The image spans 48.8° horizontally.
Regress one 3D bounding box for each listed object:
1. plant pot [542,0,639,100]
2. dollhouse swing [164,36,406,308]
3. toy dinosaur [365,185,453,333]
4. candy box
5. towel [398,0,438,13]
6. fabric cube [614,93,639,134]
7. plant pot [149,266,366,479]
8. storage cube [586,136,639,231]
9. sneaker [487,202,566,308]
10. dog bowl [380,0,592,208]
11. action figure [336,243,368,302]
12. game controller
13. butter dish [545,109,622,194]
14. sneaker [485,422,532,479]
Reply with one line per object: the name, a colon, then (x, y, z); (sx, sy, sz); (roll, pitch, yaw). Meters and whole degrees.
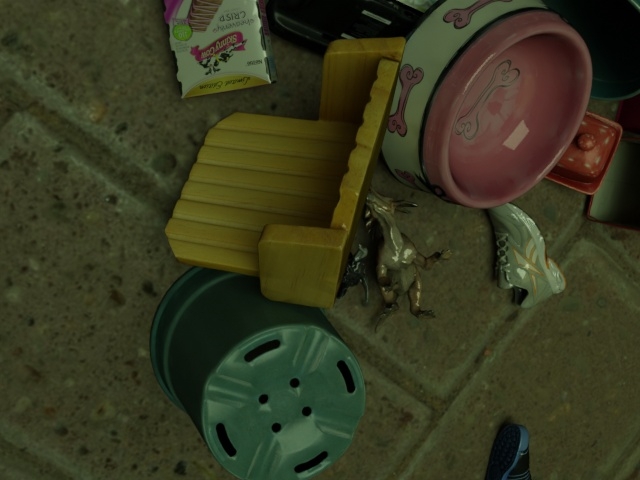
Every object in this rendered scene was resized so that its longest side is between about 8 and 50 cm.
plant pot: (0.569, -0.450, 1.332); (0.255, 0.271, 0.272); (-46, 111, -18)
dollhouse swing: (-0.073, -0.121, 1.055); (0.304, 0.315, 0.347); (16, 66, 5)
toy dinosaur: (0.141, 0.033, 1.338); (0.127, 0.200, 0.296); (-10, 133, -13)
candy box: (-0.170, -0.362, 1.161); (0.159, 0.071, 0.234); (-8, 104, 8)
towel: (0.125, -0.558, 1.235); (0.320, 0.090, 0.375); (12, 98, -16)
fabric cube: (0.811, -0.316, 1.428); (0.258, 0.258, 0.254); (10, 96, -20)
plant pot: (-0.100, 0.217, 1.180); (0.340, 0.334, 0.341); (-4, 102, -17)
storage cube: (0.704, -0.108, 1.457); (0.193, 0.215, 0.184); (5, 98, -25)
sneaker: (0.397, 0.035, 1.442); (0.121, 0.099, 0.262); (-37, 108, -4)
dog bowl: (0.302, -0.235, 1.242); (0.407, 0.150, 0.408); (-19, 131, -24)
action figure: (0.000, 0.000, 1.267); (0.275, 0.164, 0.141); (32, 123, -13)
game controller: (0.068, -0.366, 1.215); (0.319, 0.166, 0.067); (15, 57, -25)
butter dish: (0.519, -0.190, 1.409); (0.159, 0.118, 0.160); (22, 92, 4)
sneaker: (0.424, 0.509, 1.547); (0.090, 0.081, 0.232); (9, 104, -23)
